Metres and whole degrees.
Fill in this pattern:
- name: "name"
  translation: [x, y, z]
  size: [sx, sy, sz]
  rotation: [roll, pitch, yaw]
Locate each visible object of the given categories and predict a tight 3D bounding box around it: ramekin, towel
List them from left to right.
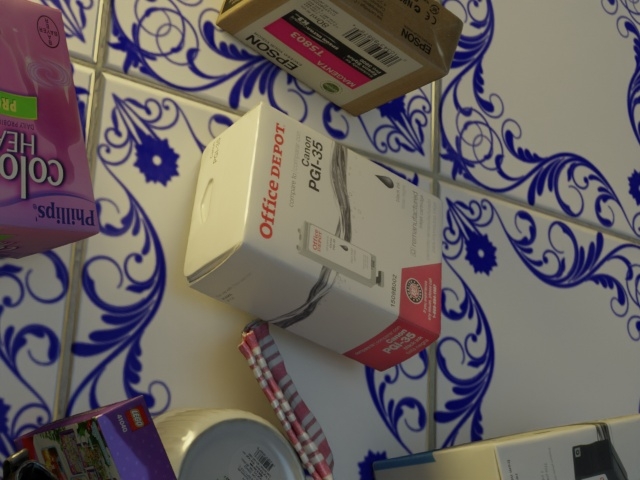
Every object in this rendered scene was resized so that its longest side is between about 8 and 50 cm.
- name: "ramekin"
  translation: [-0.110, 0.273, 1.318]
  size: [0.207, 0.109, 0.207]
  rotation: [12, 69, -33]
- name: "towel"
  translation: [-0.032, 0.180, 1.389]
  size: [0.029, 0.144, 0.197]
  rotation: [-29, 92, 2]

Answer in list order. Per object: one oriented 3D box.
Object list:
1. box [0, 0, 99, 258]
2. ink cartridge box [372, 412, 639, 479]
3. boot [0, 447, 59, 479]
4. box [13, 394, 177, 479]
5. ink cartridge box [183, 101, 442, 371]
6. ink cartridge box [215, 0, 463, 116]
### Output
- name: "box"
  translation: [-0.341, -0.114, 1.209]
  size: [0.213, 0.117, 0.243]
  rotation: [6, 72, -62]
- name: "ink cartridge box"
  translation: [0.254, 0.295, 1.509]
  size: [0.307, 0.223, 0.129]
  rotation: [-3, 77, -37]
- name: "boot"
  translation: [-0.247, 0.316, 1.126]
  size: [0.091, 0.229, 0.263]
  rotation: [-36, 99, -38]
- name: "box"
  translation: [-0.180, 0.303, 1.198]
  size: [0.057, 0.201, 0.293]
  rotation: [-22, 90, -38]
- name: "ink cartridge box"
  translation: [0.000, 0.000, 1.456]
  size: [0.283, 0.117, 0.207]
  rotation: [26, 50, -28]
- name: "ink cartridge box"
  translation: [0.022, -0.264, 1.523]
  size: [0.234, 0.193, 0.088]
  rotation: [30, 63, -26]
